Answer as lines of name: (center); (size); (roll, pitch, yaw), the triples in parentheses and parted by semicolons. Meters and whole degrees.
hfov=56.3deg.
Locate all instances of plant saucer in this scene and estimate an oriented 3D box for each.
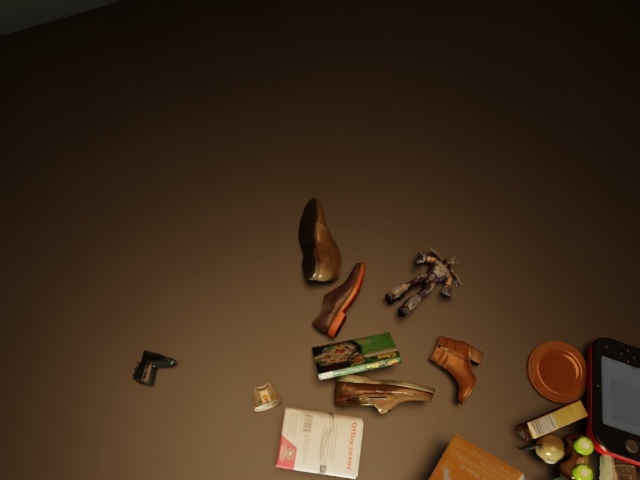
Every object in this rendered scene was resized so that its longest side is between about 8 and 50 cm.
plant saucer: (0.765, 0.418, 1.916); (0.199, 0.037, 0.200); (1, 69, -2)

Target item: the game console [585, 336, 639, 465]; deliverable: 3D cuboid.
game console: (0.985, 0.503, 1.830); (0.341, 0.060, 0.387); (16, 54, 5)

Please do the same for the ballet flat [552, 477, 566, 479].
ballet flat: (0.658, 0.800, 1.687); (0.086, 0.086, 0.249); (25, 63, 7)

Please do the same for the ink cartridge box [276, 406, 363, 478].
ink cartridge box: (-0.001, 0.602, 1.784); (0.237, 0.100, 0.172); (8, 69, 2)

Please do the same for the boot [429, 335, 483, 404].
boot: (0.417, 0.406, 1.892); (0.152, 0.073, 0.197); (22, 58, 5)

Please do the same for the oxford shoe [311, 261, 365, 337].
oxford shoe: (0.064, 0.178, 1.956); (0.098, 0.097, 0.271); (24, 70, 14)

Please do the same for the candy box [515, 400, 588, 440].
candy box: (0.702, 0.550, 1.824); (0.186, 0.109, 0.053); (-18, 70, -8)

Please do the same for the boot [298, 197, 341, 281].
boot: (0.000, 0.000, 2.037); (0.115, 0.112, 0.306); (11, 61, -30)

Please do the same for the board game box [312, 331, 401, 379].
board game box: (0.111, 0.360, 1.878); (0.259, 0.030, 0.136); (-10, 26, -5)

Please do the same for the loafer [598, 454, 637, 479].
loafer: (0.880, 0.734, 1.766); (0.101, 0.092, 0.269); (11, 66, 4)

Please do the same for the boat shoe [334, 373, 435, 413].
boat shoe: (0.194, 0.481, 1.843); (0.307, 0.111, 0.105); (4, 72, 10)

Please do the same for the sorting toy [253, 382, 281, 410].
sorting toy: (-0.172, 0.483, 1.858); (0.083, 0.045, 0.075); (-18, 63, -8)

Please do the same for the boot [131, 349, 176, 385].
boot: (-0.522, 0.405, 1.873); (0.121, 0.045, 0.099); (12, 66, 10)

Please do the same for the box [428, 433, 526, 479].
box: (0.395, 0.760, 1.663); (0.215, 0.168, 0.345); (23, 68, 35)

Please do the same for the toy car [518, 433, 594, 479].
toy car: (0.690, 0.638, 1.774); (0.188, 0.155, 0.149); (8, 68, 11)

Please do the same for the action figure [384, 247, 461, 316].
action figure: (0.354, 0.135, 1.981); (0.285, 0.099, 0.185); (-37, 69, -18)
